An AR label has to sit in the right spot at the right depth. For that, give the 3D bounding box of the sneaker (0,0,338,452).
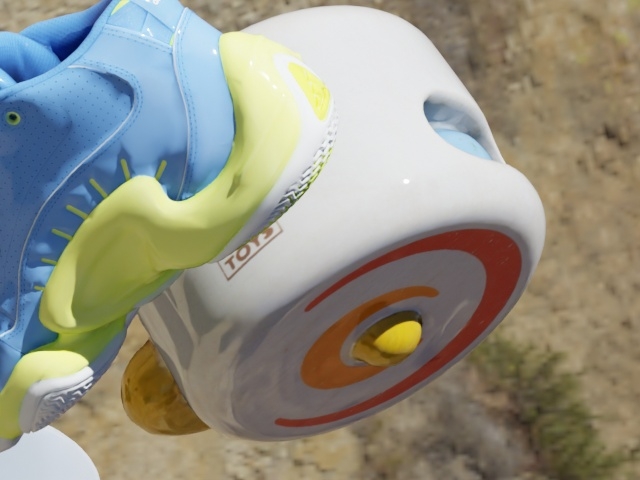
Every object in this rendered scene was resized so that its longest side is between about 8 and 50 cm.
[{"bbox_3d":[-0.110,-0.015,0.705,0.126,0.240,0.091,42,24,-16],"label":"sneaker"}]

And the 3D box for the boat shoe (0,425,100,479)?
[{"bbox_3d":[-0.364,0.213,1.737,0.306,0.105,0.113,17,84,-33],"label":"boat shoe"}]

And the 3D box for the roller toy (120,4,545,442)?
[{"bbox_3d":[0.000,0.000,0.841,0.209,0.191,0.146,-18,59,-24],"label":"roller toy"}]
